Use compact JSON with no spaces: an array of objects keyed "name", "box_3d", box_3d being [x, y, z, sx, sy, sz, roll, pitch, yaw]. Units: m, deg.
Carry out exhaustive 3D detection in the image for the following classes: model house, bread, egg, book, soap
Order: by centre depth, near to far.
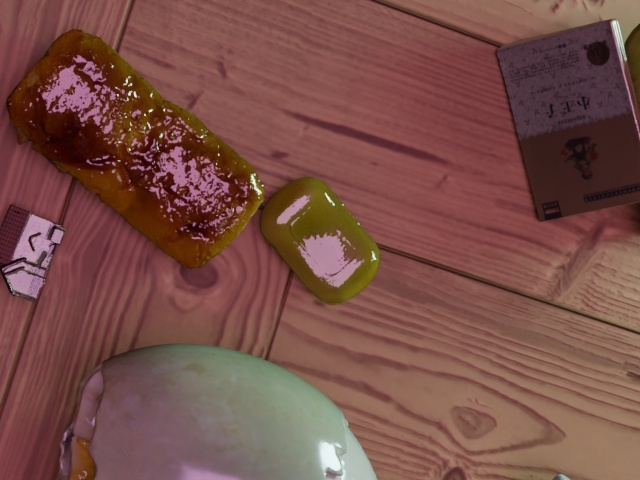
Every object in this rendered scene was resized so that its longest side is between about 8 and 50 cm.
[{"name":"egg","box_3d":[-0.089,0.250,1.760,0.336,0.278,0.278,17,87,-14]},{"name":"model house","box_3d":[-0.300,0.013,1.811,0.058,0.057,0.083,24,88,-19]},{"name":"bread","box_3d":[-0.190,-0.089,1.828,0.271,0.077,0.139,42,84,-15]},{"name":"soap","box_3d":[0.000,0.000,1.897,0.089,0.045,0.140,-43,100,-13]},{"name":"book","box_3d":[0.276,-0.128,1.939,0.138,0.016,0.199,-12,96,28]}]

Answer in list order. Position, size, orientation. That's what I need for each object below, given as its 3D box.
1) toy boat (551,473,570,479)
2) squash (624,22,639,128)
[{"name":"toy boat","box_3d":[0.199,0.406,1.932,0.145,0.133,0.332,33,94,-19]},{"name":"squash","box_3d":[0.395,-0.129,1.956,0.132,0.132,0.247,-14,95,-14]}]
